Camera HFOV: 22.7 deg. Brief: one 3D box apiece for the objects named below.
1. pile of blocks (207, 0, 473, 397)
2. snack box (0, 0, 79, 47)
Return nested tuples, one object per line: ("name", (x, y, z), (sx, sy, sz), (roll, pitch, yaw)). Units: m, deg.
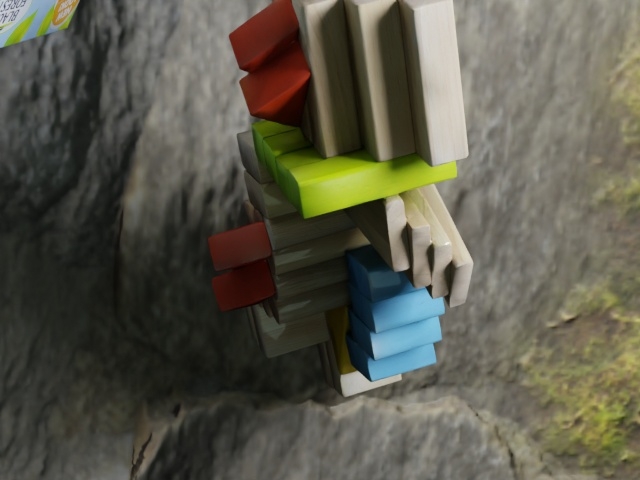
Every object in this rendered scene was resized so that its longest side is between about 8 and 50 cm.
("pile of blocks", (0.000, 0.000, 0.874), (0.112, 0.149, 0.362), (-16, 144, -12))
("snack box", (-0.156, -0.182, 0.790), (0.070, 0.207, 0.175), (32, 109, 6))
